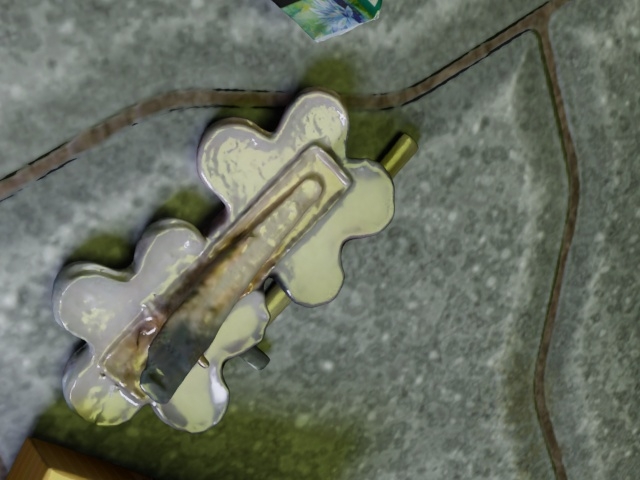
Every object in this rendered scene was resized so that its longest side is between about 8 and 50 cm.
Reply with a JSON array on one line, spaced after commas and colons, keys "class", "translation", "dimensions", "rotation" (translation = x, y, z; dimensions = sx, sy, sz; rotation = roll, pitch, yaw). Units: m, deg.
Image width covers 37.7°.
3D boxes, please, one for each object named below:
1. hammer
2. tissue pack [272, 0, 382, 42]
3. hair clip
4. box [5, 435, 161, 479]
[{"class": "hammer", "translation": [0.000, 0.000, 0.660], "dimensions": [0.199, 0.013, 0.062], "rotation": [-50, 127, -6]}, {"class": "tissue pack", "translation": [-0.020, -0.181, 0.537], "dimensions": [0.111, 0.079, 0.085], "rotation": [35, 57, -38]}, {"class": "hair clip", "translation": [-0.060, 0.017, 0.595], "dimensions": [0.146, 0.075, 0.257], "rotation": [46, 75, -20]}, {"class": "box", "translation": [-0.110, 0.239, 0.607], "dimensions": [0.237, 0.070, 0.152], "rotation": [29, 83, -27]}]
